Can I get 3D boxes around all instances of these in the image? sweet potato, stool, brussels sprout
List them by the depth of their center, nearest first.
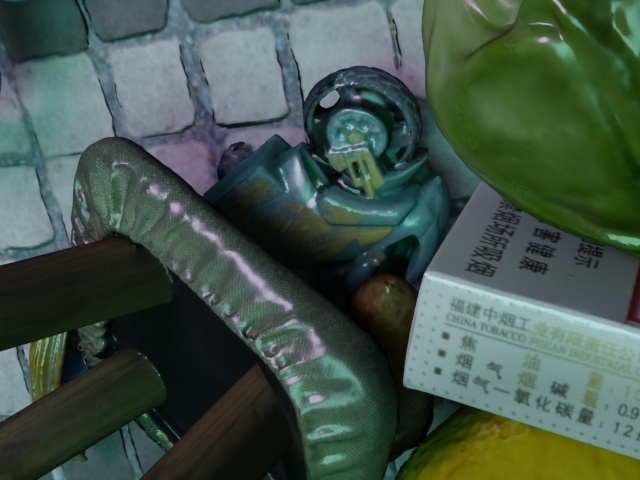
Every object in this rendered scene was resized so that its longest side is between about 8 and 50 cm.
[{"bbox_3d":[0.213,-0.134,0.691,0.328,0.247,0.328,-1,120,-1],"label":"brussels sprout"},{"bbox_3d":[-0.135,0.137,0.843,0.310,0.226,0.310,38,143,22],"label":"stool"},{"bbox_3d":[0.026,0.126,0.913,0.114,0.092,0.341,24,146,-8],"label":"sweet potato"}]

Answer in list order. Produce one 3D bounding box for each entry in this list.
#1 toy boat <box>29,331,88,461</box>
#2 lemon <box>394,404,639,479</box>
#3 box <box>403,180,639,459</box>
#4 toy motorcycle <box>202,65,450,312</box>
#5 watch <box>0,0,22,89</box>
[{"bbox_3d":[-0.223,0.118,1.070,0.066,0.065,0.172,-2,114,-3],"label":"toy boat"},{"bbox_3d":[0.187,0.218,0.848,0.310,0.258,0.258,-17,108,-5],"label":"lemon"},{"bbox_3d":[0.242,0.059,0.787,0.330,0.210,0.095,17,118,13],"label":"box"},{"bbox_3d":[-0.001,0.001,0.922,0.198,0.109,0.296,44,126,-16],"label":"toy motorcycle"},{"bbox_3d":[-0.333,-0.174,0.933,0.211,0.211,0.193,35,138,3],"label":"watch"}]
